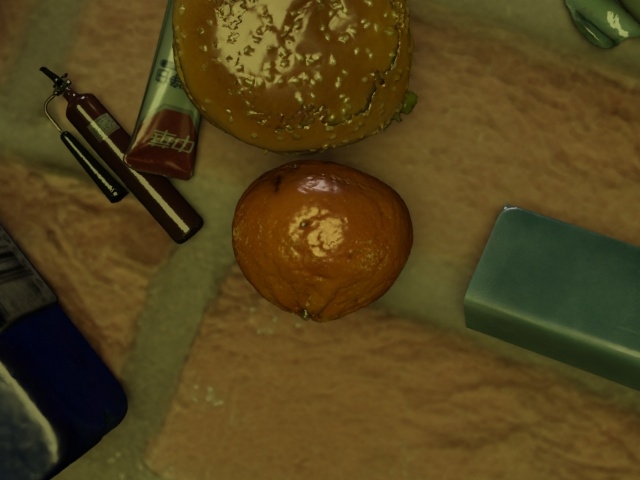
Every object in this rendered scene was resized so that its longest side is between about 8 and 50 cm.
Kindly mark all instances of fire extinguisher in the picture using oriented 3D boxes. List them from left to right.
[{"bbox_3d":[-0.164,-0.064,0.864,0.173,0.035,0.049,49,133,0],"label":"fire extinguisher"}]

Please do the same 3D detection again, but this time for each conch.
[{"bbox_3d":[0.240,-0.191,0.817,0.180,0.088,0.065,40,52,7],"label":"conch"}]

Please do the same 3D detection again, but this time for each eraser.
[{"bbox_3d":[-0.286,0.033,0.817,0.101,0.155,0.332,-37,92,7],"label":"eraser"}]

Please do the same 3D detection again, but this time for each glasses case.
[{"bbox_3d":[0.242,0.062,0.794,0.266,0.056,0.105,19,95,18],"label":"glasses case"}]

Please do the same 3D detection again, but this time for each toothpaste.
[{"bbox_3d":[-0.101,-0.167,0.844,0.062,0.039,0.239,11,93,-35],"label":"toothpaste"}]

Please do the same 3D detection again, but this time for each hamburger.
[{"bbox_3d":[-0.019,-0.158,0.789,0.182,0.118,0.191,-1,92,-15],"label":"hamburger"}]

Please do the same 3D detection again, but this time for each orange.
[{"bbox_3d":[-0.002,0.000,0.801,0.135,0.135,0.117,26,83,2],"label":"orange"}]
